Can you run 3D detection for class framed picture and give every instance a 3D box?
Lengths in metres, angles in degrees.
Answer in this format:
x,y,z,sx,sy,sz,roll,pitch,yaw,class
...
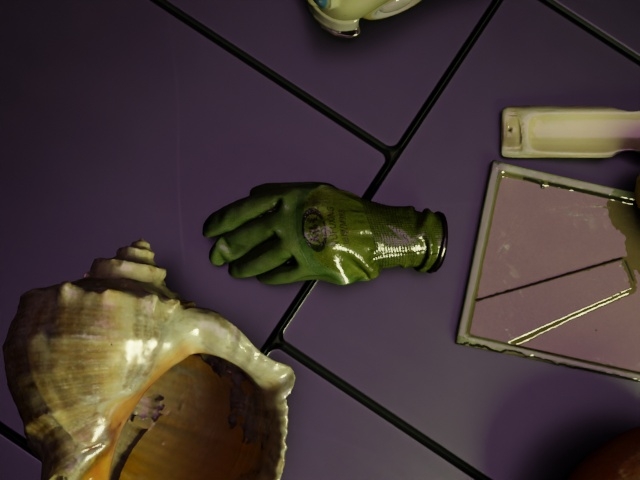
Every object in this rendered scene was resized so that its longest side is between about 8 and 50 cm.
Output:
x,y,z,sx,sy,sz,roll,pitch,yaw,class
0.313,0.042,1.287,0.289,0.016,0.213,12,85,0,framed picture

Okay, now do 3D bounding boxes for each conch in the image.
x,y,z,sx,sy,sz,roll,pitch,yaw,class
-0.179,0.177,1.186,0.297,0.210,0.352,8,105,0,conch

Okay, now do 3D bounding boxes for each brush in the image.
x,y,z,sx,sy,sz,roll,pitch,yaw,class
0.366,-0.121,1.292,0.320,0.050,0.060,1,87,7,brush

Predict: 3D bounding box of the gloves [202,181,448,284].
x,y,z,sx,sy,sz,roll,pitch,yaw,class
0.004,-0.008,1.249,0.268,0.107,0.135,-2,54,1,gloves

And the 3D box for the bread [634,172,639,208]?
x,y,z,sx,sy,sz,roll,pitch,yaw,class
0.460,0.053,1.236,0.124,0.084,0.344,-31,91,-1,bread

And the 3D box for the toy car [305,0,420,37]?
x,y,z,sx,sy,sz,roll,pitch,yaw,class
0.116,-0.395,1.220,0.336,0.226,0.242,-20,85,-4,toy car

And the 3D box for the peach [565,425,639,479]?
x,y,z,sx,sy,sz,roll,pitch,yaw,class
0.353,0.317,1.159,0.252,0.252,0.253,0,85,-1,peach
